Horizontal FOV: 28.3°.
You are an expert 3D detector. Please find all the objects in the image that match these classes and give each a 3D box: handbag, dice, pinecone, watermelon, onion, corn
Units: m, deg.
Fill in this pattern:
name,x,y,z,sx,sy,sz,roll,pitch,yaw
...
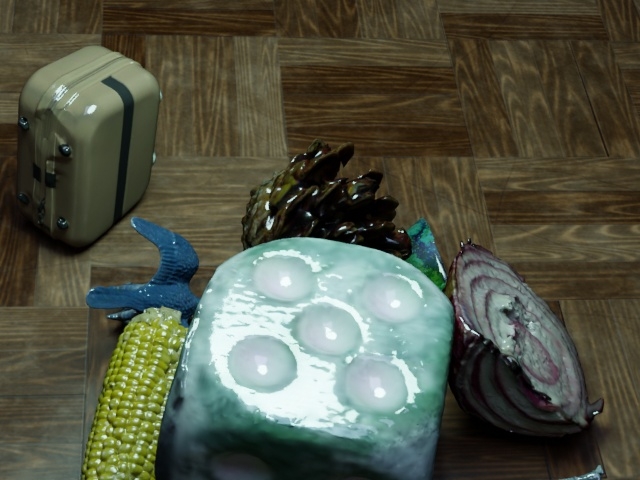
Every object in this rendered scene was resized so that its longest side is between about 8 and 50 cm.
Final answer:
name,x,y,z,sx,sy,sz,roll,pitch,yaw
handbag,-0.350,-0.167,2.018,0.149,0.301,0.283,28,44,16
dice,-0.015,0.218,1.677,0.348,0.328,0.330,10,47,2
pinecone,0.007,0.002,1.900,0.242,0.298,0.296,-8,50,-23
watermelon,0.146,0.041,1.981,0.128,0.146,0.231,-5,50,-11
onion,0.263,0.154,1.876,0.314,0.146,0.280,37,28,-24
corn,-0.248,0.245,1.743,0.130,0.130,0.347,11,61,3

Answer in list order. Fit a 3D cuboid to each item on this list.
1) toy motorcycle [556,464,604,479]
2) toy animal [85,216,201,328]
name,x,y,z,sx,sy,sz,roll,pitch,yaw
toy motorcycle,0.279,0.380,1.614,0.401,0.134,0.207,-16,25,-8
toy animal,-0.233,0.086,1.894,0.176,0.239,0.255,-3,-3,27
